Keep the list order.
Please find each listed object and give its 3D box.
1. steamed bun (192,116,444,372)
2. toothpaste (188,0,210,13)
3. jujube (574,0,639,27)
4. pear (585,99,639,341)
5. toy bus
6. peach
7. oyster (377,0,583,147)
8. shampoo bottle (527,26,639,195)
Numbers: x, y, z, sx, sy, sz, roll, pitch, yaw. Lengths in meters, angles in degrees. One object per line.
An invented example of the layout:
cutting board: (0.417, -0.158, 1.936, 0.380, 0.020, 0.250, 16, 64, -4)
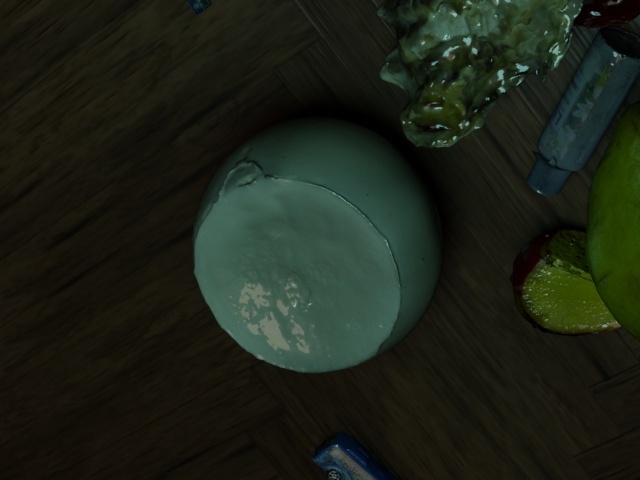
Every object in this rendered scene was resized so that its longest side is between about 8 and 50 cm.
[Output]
steamed bun: (0.000, 0.000, 1.836, 0.324, 0.206, 0.324, 9, 122, 14)
toothpaste: (-0.167, -0.323, 1.833, 0.017, 0.020, 0.083, -21, 108, 34)
jujube: (0.300, -0.276, 1.644, 0.129, 0.077, 0.077, 4, 119, 14)
pear: (0.426, -0.011, 1.635, 0.269, 0.269, 0.321, -18, 106, 29)
toy bus: (0.061, 0.339, 2.103, 0.153, 0.051, 0.061, 42, 112, -5)
peach: (0.319, 0.048, 1.809, 0.172, 0.092, 0.127, 2, 124, 7)
oyster: (0.170, -0.266, 1.626, 0.238, 0.114, 0.351, 61, 143, 8)
shampoo bottle: (0.306, -0.146, 1.718, 0.072, 0.072, 0.214, 28, 124, 4)
